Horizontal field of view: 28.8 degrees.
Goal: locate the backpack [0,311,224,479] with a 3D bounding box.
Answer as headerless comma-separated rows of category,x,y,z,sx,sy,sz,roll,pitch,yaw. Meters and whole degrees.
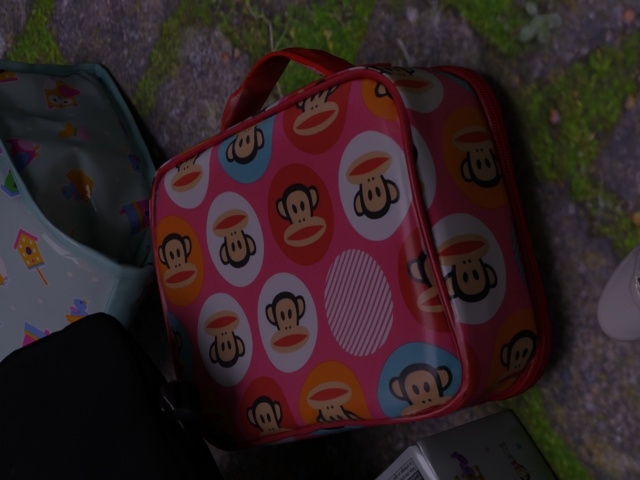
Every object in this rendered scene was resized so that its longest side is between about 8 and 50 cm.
backpack,-0.154,0.275,0.912,0.355,0.273,0.290,69,175,-61

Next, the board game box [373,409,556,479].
board game box,0.112,0.299,0.802,0.303,0.097,0.224,59,135,22

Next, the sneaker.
sneaker,0.197,0.012,0.674,0.152,0.061,0.053,-44,69,44

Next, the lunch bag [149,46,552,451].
lunch bag,0.000,0.000,0.838,0.293,0.120,0.258,-17,86,48

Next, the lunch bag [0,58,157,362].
lunch bag,-0.226,0.008,1.058,0.262,0.160,0.223,55,132,31
